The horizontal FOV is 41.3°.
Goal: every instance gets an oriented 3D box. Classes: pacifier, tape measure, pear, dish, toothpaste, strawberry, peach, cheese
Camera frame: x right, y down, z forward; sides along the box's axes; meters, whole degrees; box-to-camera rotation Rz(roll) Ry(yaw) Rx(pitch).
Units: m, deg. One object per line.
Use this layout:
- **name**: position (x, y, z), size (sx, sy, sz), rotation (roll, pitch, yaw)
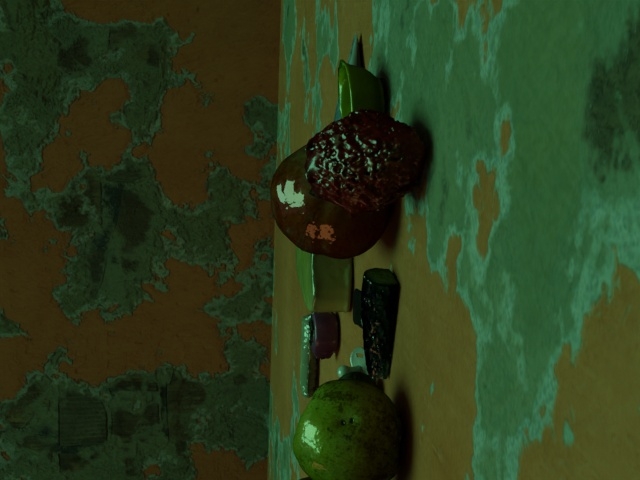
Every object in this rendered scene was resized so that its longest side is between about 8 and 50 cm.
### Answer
- **pacifier**: position (0.071, 0.268, 1.739), size (0.082, 0.078, 0.099), rotation (-5, 83, 60)
- **tape measure**: position (0.005, 0.241, 2.183), size (0.118, 0.074, 0.125), rotation (-102, 13, -51)
- **pear**: position (0.057, 0.346, 1.487), size (0.197, 0.198, 0.197), rotation (180, 90, -82)
- **dish**: position (0.084, -0.275, 1.672), size (0.148, 0.080, 0.207), rotation (95, 170, -52)
- **toothpaste**: position (0.067, -0.312, 1.864), size (0.114, 0.073, 0.299), rotation (102, 173, -56)
- **strawberry**: position (0.085, -0.136, 1.391), size (0.202, 0.187, 0.184), rotation (-14, 49, 54)
- **peach**: position (0.018, -0.067, 1.619), size (0.256, 0.233, 0.232), rotation (113, 158, -44)
- **cheese**: position (0.000, -0.001, 2.134), size (0.384, 0.104, 0.383), rotation (180, 90, -82)

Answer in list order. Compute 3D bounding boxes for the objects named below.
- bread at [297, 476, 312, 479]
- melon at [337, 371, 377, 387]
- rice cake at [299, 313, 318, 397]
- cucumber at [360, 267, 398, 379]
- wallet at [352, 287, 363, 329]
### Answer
- **bread**: position (0.019, 0.539, 1.511), size (0.179, 0.340, 0.194), rotation (-51, 21, 4)
- **melon**: position (0.068, 0.320, 1.680), size (0.098, 0.098, 0.130), rotation (-103, 12, -58)
- **rice cake**: position (-0.030, 0.335, 2.492), size (0.057, 0.052, 0.256), rotation (-137, 48, -75)
- **cucumber**: position (0.100, 0.159, 1.586), size (0.078, 0.062, 0.211), rotation (-108, 21, -64)
- **wallet**: position (0.092, 0.148, 1.798), size (0.157, 0.018, 0.082), rotation (-154, 64, -80)
